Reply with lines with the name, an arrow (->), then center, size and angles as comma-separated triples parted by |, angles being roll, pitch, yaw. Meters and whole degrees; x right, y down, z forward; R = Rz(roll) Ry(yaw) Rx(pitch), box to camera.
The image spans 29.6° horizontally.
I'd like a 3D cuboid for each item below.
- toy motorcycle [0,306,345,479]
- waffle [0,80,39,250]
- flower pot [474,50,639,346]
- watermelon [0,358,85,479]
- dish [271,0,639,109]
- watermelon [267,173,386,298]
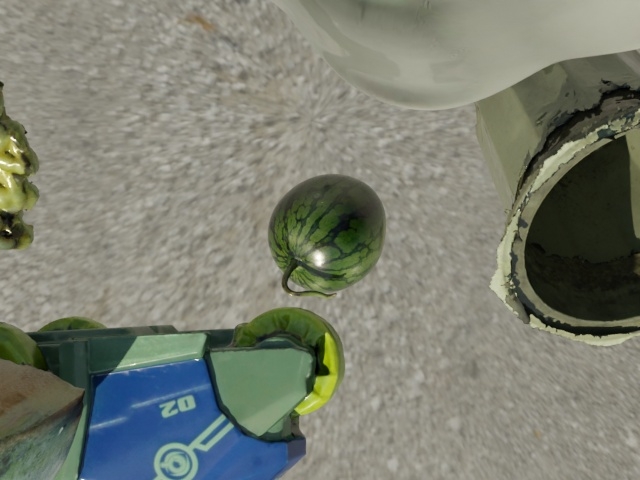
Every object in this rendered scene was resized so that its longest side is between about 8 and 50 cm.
toy motorcycle -> -0.141, 0.155, 0.984 | 0.326, 0.191, 0.200 | -1, 87, 14
waffle -> -0.470, -0.101, 1.374 | 0.317, 0.073, 0.297 | -3, 118, 16
flower pot -> 0.272, -0.079, 1.198 | 0.290, 0.259, 0.290 | -8, 132, -9
watermelon -> -0.341, 0.156, 0.793 | 0.322, 0.175, 0.188 | 13, 113, 9
dish -> 0.029, -0.135, 0.359 | 0.229, 0.081, 0.229 | 9, 118, 18
watermelon -> 0.000, 0.000, 1.432 | 0.141, 0.187, 0.140 | 18, 128, 24
